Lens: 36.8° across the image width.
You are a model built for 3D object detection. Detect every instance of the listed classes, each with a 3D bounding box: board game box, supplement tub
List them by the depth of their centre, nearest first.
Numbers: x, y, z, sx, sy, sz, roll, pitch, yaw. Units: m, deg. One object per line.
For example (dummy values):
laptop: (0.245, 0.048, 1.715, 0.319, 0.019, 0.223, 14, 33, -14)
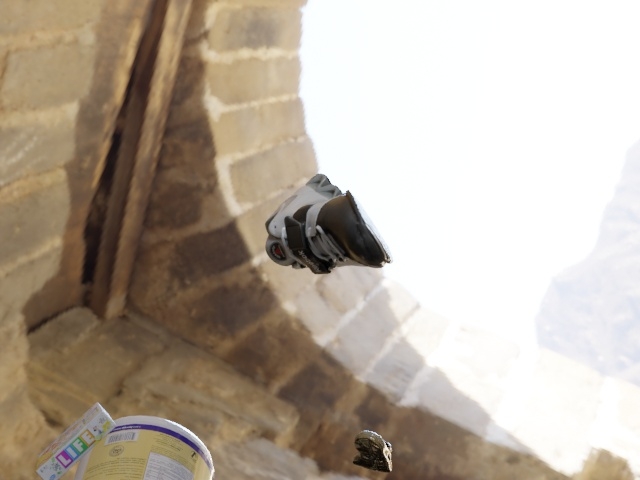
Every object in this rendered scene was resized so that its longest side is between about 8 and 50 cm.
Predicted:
board game box: (-0.309, 0.254, 1.213, 0.103, 0.026, 0.154, -42, 6, -16)
supplement tub: (-0.310, 0.479, 1.578, 0.331, 0.241, 0.241, -86, 9, -58)

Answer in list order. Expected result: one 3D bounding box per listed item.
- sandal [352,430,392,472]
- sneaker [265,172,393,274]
sandal: (0.094, 0.364, 1.684, 0.180, 0.072, 0.049, 82, -154, -57)
sneaker: (0.000, 0.000, 1.373, 0.146, 0.122, 0.330, -33, 15, -6)
